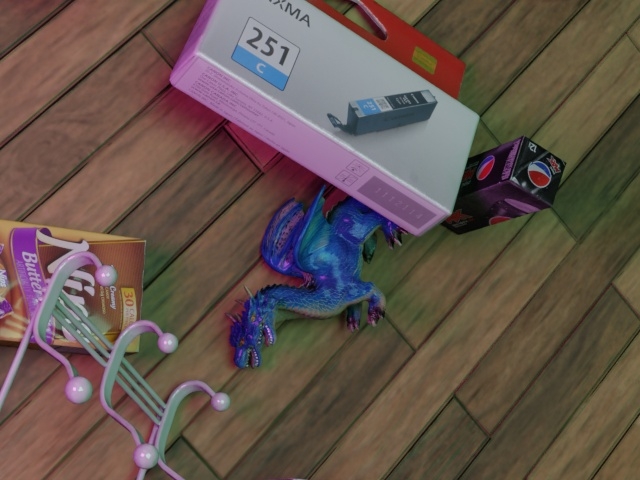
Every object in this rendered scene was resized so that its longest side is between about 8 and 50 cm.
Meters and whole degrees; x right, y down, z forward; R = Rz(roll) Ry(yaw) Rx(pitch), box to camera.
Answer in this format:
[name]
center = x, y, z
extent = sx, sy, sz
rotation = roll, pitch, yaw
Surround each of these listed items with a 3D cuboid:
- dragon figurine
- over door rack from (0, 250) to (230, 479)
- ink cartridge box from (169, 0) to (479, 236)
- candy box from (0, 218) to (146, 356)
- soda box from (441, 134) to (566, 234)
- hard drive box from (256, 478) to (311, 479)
[dragon figurine]
center = 0.000, 0.000, 1.350
extent = 0.144, 0.085, 0.289
rotation = 24, 71, -22
[over door rack]
center = -0.198, 0.208, 1.128
extent = 0.324, 0.108, 0.239
rotation = -63, 143, -26
[ink cartridge box]
center = 0.025, -0.182, 1.366
extent = 0.296, 0.066, 0.261
rotation = 31, 51, -16
[candy box]
center = -0.254, 0.042, 1.227
extent = 0.187, 0.053, 0.109
rotation = 8, 76, -28
[soda box]
center = 0.176, -0.054, 1.406
extent = 0.060, 0.169, 0.053
rotation = 30, 68, -20
[hard drive box]
center = 0.022, 0.351, 1.291
extent = 0.181, 0.089, 0.232
rotation = 11, 75, -26
